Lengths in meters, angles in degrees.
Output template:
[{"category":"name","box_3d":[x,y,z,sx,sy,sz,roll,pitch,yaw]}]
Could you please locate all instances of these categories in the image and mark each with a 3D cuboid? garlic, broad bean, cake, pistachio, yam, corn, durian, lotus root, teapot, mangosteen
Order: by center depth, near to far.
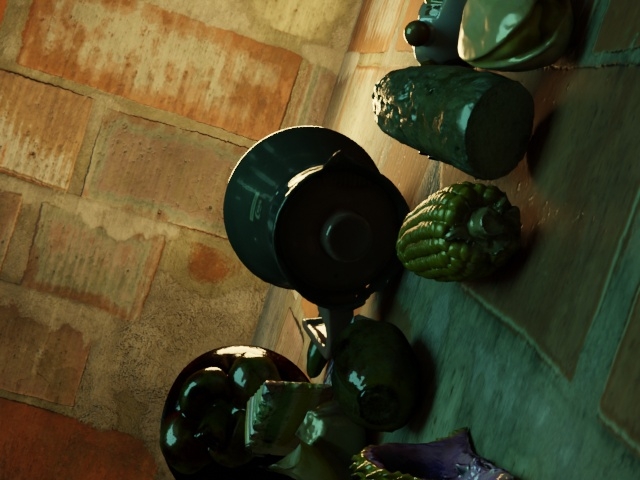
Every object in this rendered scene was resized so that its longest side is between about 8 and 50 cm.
[{"category":"durian","box_3d":[0.118,0.288,1.112,0.260,0.154,0.186,110,150,-78]},{"category":"pistachio","box_3d":[0.237,-0.259,1.344,0.145,0.117,0.200,-43,24,18]},{"category":"corn","box_3d":[0.164,-0.005,1.360,0.322,0.119,0.119,133,154,-82]},{"category":"yam","box_3d":[0.159,-0.162,1.436,0.330,0.133,0.133,29,103,64]},{"category":"lotus root","box_3d":[0.076,0.182,1.520,0.241,0.123,0.124,-116,15,-74]},{"category":"garlic","box_3d":[0.011,0.326,1.697,0.128,0.115,0.206,-32,-15,-35]},{"category":"cake","box_3d":[-0.054,0.262,1.781,0.225,0.109,0.090,112,163,-50]},{"category":"teapot","box_3d":[0.000,0.000,1.909,0.362,0.306,0.376,-139,47,-74]},{"category":"mangosteen","box_3d":[-0.153,0.334,2.003,0.347,0.307,0.306,57,-134,-69]},{"category":"broad bean","box_3d":[0.017,0.157,2.195,0.254,0.046,0.065,-71,21,5]}]

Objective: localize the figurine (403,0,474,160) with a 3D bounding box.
[{"category":"figurine","box_3d":[0.191,-0.259,1.628,0.194,0.133,0.274,47,-128,-49]}]

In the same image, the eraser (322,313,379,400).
[{"category":"eraser","box_3d":[0.046,0.236,1.789,0.124,0.068,0.210,-84,13,-47]}]
